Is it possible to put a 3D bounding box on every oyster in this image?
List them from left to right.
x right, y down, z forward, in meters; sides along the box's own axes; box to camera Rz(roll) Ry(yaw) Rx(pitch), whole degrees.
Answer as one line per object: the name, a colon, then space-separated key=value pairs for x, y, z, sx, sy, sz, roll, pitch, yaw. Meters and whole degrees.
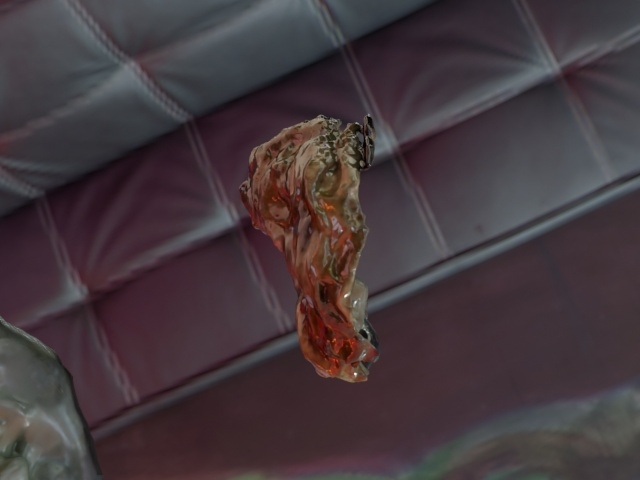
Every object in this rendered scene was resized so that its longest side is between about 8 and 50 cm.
oyster: x=-0.001 y=-0.003 z=0.747 sx=0.078 sy=0.129 sz=0.345 roll=-11 pitch=-173 yaw=-1

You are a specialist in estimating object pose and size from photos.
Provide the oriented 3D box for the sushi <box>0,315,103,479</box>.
sushi: x=-0.278 y=0.157 z=0.677 sx=0.350 sy=0.211 sz=0.171 roll=-34 pitch=-174 yaw=-41
